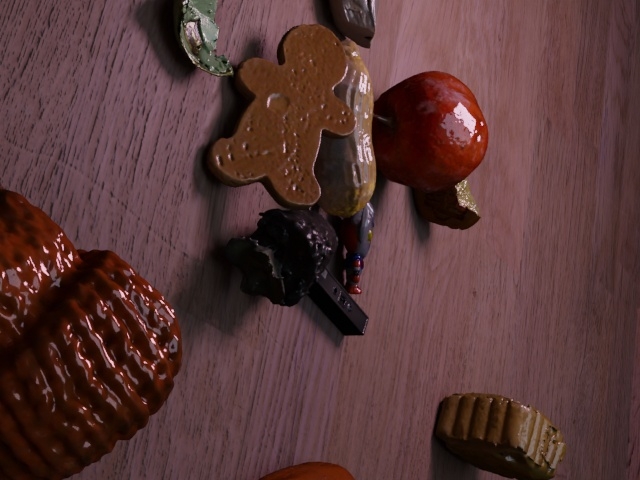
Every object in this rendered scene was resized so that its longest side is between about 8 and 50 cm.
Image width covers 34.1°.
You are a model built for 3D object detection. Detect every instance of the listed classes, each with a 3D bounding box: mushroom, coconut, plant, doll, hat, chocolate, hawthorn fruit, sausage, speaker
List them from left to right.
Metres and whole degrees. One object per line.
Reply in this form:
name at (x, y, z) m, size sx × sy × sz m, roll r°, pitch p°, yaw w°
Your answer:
hat at (-0.334, 0.053, 1.117) m, size 0.400 × 0.285 × 0.285 m, roll 62°, pitch 40°, yaw -27°
coconut at (-0.184, -0.326, 1.568) m, size 0.133 × 0.055 × 0.158 m, roll 6°, pitch 80°, yaw -56°
plant at (-0.060, 0.024, 1.647) m, size 0.142 × 0.131 × 0.203 m, roll 37°, pitch 32°, yaw 5°
sausage at (-0.027, 0.423, 1.676) m, size 0.258 × 0.133 × 0.133 m, roll 4°, pitch 83°, yaw -57°
speaker at (0.023, 0.105, 1.857) m, size 0.191 × 0.046 × 0.040 m, roll 51°, pitch 46°, yaw -42°
chocolate at (0.030, -0.194, 1.824) m, size 0.134 × 0.134 × 0.309 m, roll -3°, pitch 93°, yaw -57°
mushroom at (0.060, -0.482, 1.931) m, size 0.108 × 0.096 × 0.247 m, roll -9°, pitch 92°, yaw -32°
doll at (0.066, 0.000, 1.903) m, size 0.104 × 0.062 × 0.195 m, roll -29°, pitch 124°, yaw -79°
hawthorn fruit at (0.176, -0.208, 1.961) m, size 0.271 × 0.242 × 0.242 m, roll 8°, pitch 80°, yaw -50°

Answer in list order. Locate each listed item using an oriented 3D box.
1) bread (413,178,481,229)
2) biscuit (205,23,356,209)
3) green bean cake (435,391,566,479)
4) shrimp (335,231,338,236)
bread at (0.262, -0.095, 2.179) m, size 0.156 × 0.125 × 0.086 m, roll 67°, pitch 28°, yaw -10°
biscuit at (-0.049, -0.208, 1.694) m, size 0.216 × 0.047 × 0.340 m, roll 23°, pitch 64°, yaw -16°
green bean cake at (0.384, 0.422, 2.224) m, size 0.224 × 0.229 × 0.131 m, roll 44°, pitch 58°, yaw -44°
shrimp at (0.000, 0.000, 1.855) m, size 0.108 × 0.023 × 0.059 m, roll -47°, pitch 117°, yaw -49°
